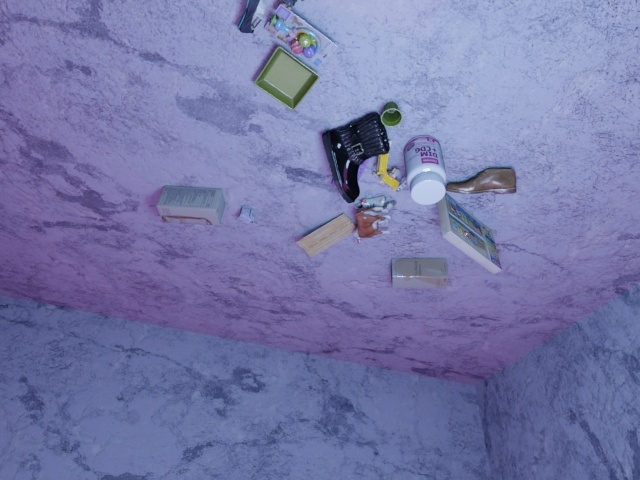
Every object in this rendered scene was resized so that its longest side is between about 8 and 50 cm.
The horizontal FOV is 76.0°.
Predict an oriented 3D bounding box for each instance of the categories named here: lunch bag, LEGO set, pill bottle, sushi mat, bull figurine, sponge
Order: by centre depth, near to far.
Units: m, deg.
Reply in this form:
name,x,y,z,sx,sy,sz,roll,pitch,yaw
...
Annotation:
name,x,y,z,sx,sy,sz,roll,pitch,yaw
pill bottle,0.434,-0.293,1.702,0.160,0.283,0.160,3,140,2
LEGO set,0.285,-0.334,1.842,0.132,0.107,0.287,-39,126,-3
sponge,0.138,-0.325,1.892,0.117,0.031,0.210,14,139,-10
bull figurine,0.253,-0.079,2.062,0.189,0.101,0.310,-10,160,4
lunch bag,-0.380,-0.134,2.144,0.083,0.071,0.053,26,132,-19
sushi mat,0.036,-0.024,2.205,0.317,0.019,0.151,-31,128,15

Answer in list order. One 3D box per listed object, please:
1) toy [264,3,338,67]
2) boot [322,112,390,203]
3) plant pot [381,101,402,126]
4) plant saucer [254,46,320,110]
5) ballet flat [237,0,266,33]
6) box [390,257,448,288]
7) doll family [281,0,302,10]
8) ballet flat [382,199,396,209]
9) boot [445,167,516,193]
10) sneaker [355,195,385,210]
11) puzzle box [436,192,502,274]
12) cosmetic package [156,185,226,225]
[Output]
name,x,y,z,sx,sy,sz,roll,pitch,yaw
toy,-0.075,-0.695,1.433,0.237,0.056,0.137,29,156,-24
boot,0.175,-0.338,1.736,0.260,0.131,0.347,-12,116,20
plant pot,0.281,-0.508,1.624,0.083,0.079,0.083,3,140,2
plant saucer,-0.127,-0.621,1.564,0.188,0.045,0.188,29,134,-24
ballet flat,-0.220,-0.767,1.364,0.074,0.074,0.203,21,156,-18
box,0.566,0.190,2.362,0.311,0.148,0.121,-1,138,6
doll family,-0.130,-0.831,1.293,0.193,0.076,0.111,21,157,-25
ballet flat,0.329,-0.166,2.051,0.114,0.041,0.041,-18,134,25
boot,0.726,-0.271,1.865,0.305,0.112,0.115,-2,109,15
sneaker,0.243,-0.182,2.027,0.161,0.057,0.075,-26,136,35
puzzle box,0.718,-0.036,1.982,0.409,0.272,0.052,31,134,-27
cosmetic package,-0.645,-0.175,2.065,0.296,0.153,0.129,4,141,3
